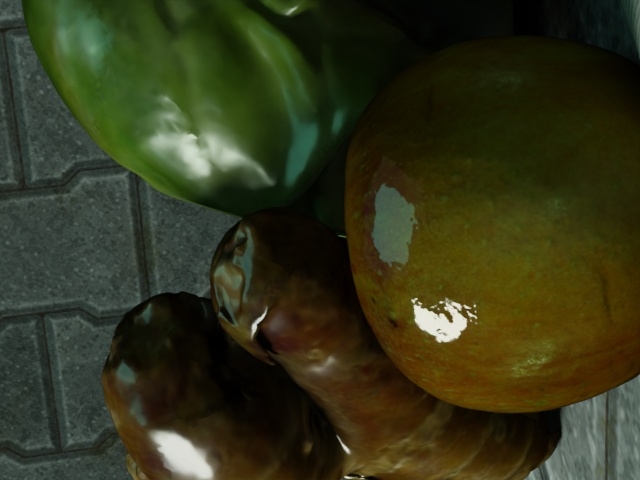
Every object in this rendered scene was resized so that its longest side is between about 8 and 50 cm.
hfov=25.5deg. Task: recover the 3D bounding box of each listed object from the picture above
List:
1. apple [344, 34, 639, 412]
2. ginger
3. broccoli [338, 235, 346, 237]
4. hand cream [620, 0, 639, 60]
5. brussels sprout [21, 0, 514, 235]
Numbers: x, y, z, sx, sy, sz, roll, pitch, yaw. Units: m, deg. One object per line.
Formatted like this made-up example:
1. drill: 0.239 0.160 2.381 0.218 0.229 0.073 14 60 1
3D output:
1. apple: 0.125 -0.009 0.847 0.237 0.207 0.237 -5 -90 -80
2. ginger: 0.007 0.119 1.057 0.418 0.254 0.176 25 -151 -51
3. broccoli: 0.012 0.033 1.424 0.254 0.186 0.302 26 153 28
4. hand cream: 0.191 -0.113 0.743 0.095 0.059 0.276 91 174 -48
5. brussels sprout: -0.042 -0.202 1.082 0.342 0.360 0.426 95 171 -74
